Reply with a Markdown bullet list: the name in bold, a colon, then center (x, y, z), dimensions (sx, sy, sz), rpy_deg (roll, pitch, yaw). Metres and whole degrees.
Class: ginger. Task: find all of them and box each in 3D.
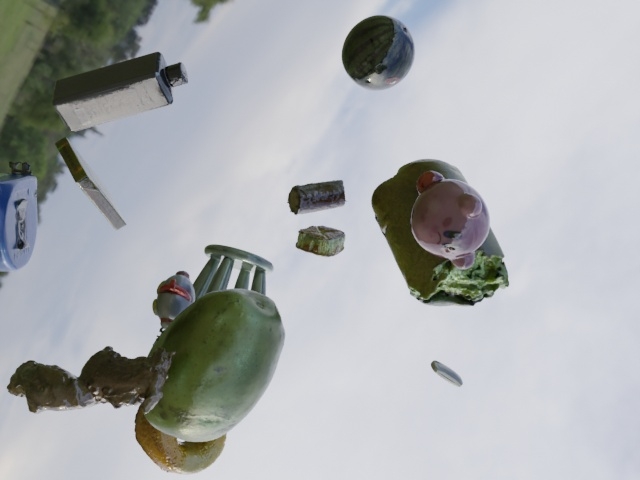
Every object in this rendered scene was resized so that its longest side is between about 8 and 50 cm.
- **ginger**: center (-0.370, 0.215, 1.253), dimensions (0.290, 0.084, 0.122), rpy_deg (-6, -123, 16)

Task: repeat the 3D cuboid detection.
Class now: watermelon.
- **watermelon**: center (0.165, -0.529, 2.268), dimensions (0.212, 0.212, 0.212), rpy_deg (-48, -154, 32)

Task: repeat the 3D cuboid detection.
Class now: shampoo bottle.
- **shampoo bottle**: center (-0.366, -0.279, 1.492), dimensions (0.246, 0.080, 0.079), rpy_deg (-13, -132, 8)

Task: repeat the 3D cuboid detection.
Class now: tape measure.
- **tape measure**: center (-0.650, -0.035, 1.578), dimensions (0.351, 0.098, 0.215), rpy_deg (-76, 168, -80)

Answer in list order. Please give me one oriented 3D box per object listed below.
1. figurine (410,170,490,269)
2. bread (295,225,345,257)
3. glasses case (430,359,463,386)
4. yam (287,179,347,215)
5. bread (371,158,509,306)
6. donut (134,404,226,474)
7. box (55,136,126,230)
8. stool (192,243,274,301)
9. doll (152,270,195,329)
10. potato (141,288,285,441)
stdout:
- **figurine**: center (0.270, -0.041, 1.671), dimensions (0.173, 0.173, 0.173), rpy_deg (-48, -154, 32)
- **bread**: center (0.000, 0.000, 2.440), dimensions (0.140, 0.128, 0.069), rpy_deg (-23, 126, -58)
- **glasses case**: center (0.259, 0.273, 1.648), dimensions (0.021, 0.083, 0.032), rpy_deg (-47, -157, 22)
- **yam**: center (-0.008, -0.111, 2.055), dimensions (0.079, 0.141, 0.079), rpy_deg (171, -90, -69)
- **bread**: center (0.272, -0.022, 1.944), dimensions (0.251, 0.208, 0.376), rpy_deg (-31, -122, 18)
- **donut**: center (-0.264, 0.369, 1.571), dimensions (0.174, 0.190, 0.075), rpy_deg (-24, -169, -33)
- **box**: center (-0.470, -0.114, 1.654), dimensions (0.030, 0.193, 0.121), rpy_deg (-32, -120, -7)
- **stool**: center (-0.242, 0.129, 2.156), dimensions (0.195, 0.195, 0.198), rpy_deg (-9, -118, 58)
- **doll**: center (-0.279, 0.138, 1.569), dimensions (0.245, 0.076, 0.142), rpy_deg (91, 8, -60)
- **potato**: center (-0.182, 0.212, 1.364), dimensions (0.304, 0.216, 0.215), rpy_deg (-45, -153, 22)
